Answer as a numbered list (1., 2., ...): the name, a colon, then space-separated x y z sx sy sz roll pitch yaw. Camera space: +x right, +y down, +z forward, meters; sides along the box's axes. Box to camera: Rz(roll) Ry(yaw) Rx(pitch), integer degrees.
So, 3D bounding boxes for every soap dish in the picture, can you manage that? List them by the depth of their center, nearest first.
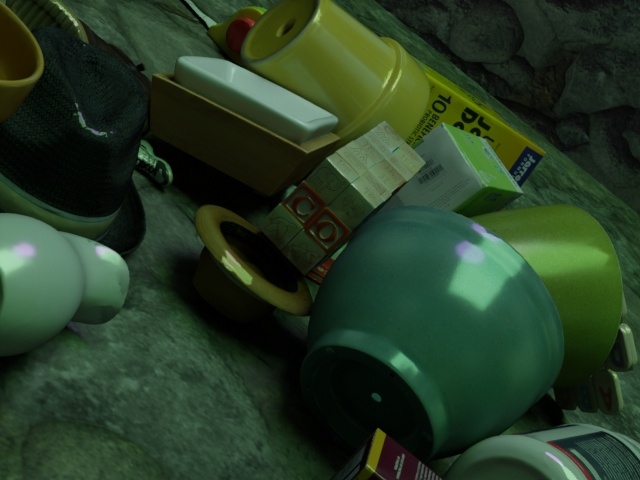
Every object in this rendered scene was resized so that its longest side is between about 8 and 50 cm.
1. soap dish: -0.104 -0.163 1.586 0.229 0.118 0.291 28 12 4

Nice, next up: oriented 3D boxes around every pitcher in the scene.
1. pitcher: -0.294 0.027 1.032 0.178 0.125 0.207 23 8 12

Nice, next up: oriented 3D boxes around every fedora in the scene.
1. fedora: -0.295 -0.136 1.272 0.334 0.152 0.334 33 23 -16
2. fedora: -0.095 0.043 1.348 0.194 0.079 0.194 41 14 -13

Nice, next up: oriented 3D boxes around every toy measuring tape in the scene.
1. toy measuring tape: -0.155 -0.415 2.094 0.330 0.121 0.121 49 23 22

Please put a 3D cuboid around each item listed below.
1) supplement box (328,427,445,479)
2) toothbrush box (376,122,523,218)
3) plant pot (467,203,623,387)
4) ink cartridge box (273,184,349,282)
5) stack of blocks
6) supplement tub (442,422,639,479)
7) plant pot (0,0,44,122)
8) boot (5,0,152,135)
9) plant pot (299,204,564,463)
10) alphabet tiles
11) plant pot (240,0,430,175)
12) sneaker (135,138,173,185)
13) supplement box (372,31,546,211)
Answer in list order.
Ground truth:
1. supplement box: 0.093 0.295 1.131 0.188 0.104 0.081 39 22 -3
2. toothbrush box: 0.178 -0.065 1.761 0.122 0.206 0.283 57 18 13
3. plant pot: 0.227 0.074 1.613 0.293 0.275 0.275 4 38 -30
4. ink cartridge box: 0.000 0.000 1.636 0.145 0.045 0.179 31 21 -19
5. stack of blocks: 0.023 -0.049 1.489 0.087 0.171 0.297 46 22 2
6. supplement tub: 0.270 0.307 1.275 0.272 0.191 0.191 6 39 -54
7. plant pot: -0.401 -0.146 1.073 0.205 0.188 0.205 33 23 -16
8. boot: -0.315 -0.244 1.521 0.248 0.090 0.207 51 10 -15
9. plant pot: 0.099 0.133 1.272 0.293 0.293 0.196 42 48 6
10. alphabet tiles: 0.379 0.128 1.722 0.021 0.284 0.278 -12 90 -22
11. plant pot: 0.008 -0.260 1.797 0.239 0.254 0.254 45 16 -33
12. sneaker: -0.229 -0.099 1.483 0.037 0.032 0.083 -15 52 -48
13. supplement box: 0.207 -0.202 2.121 0.356 0.194 0.195 27 16 -27
